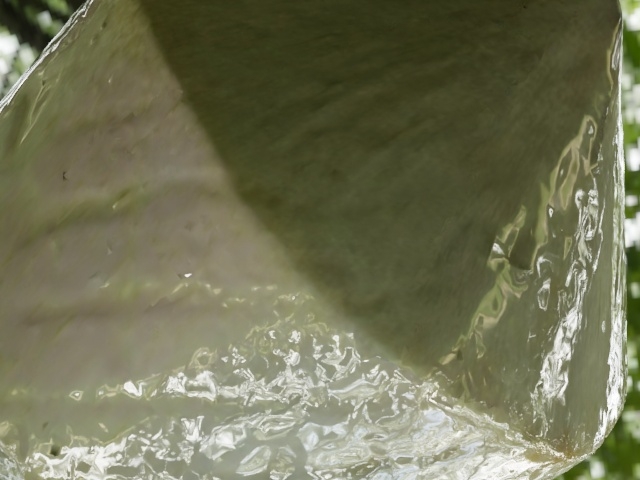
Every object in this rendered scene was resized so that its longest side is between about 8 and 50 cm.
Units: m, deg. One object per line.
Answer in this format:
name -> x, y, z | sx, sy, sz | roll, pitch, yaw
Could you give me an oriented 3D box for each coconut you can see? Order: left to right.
coconut -> 0.000, 0.000, 0.779 | 0.329, 0.329, 0.329 | -8, -138, 7
